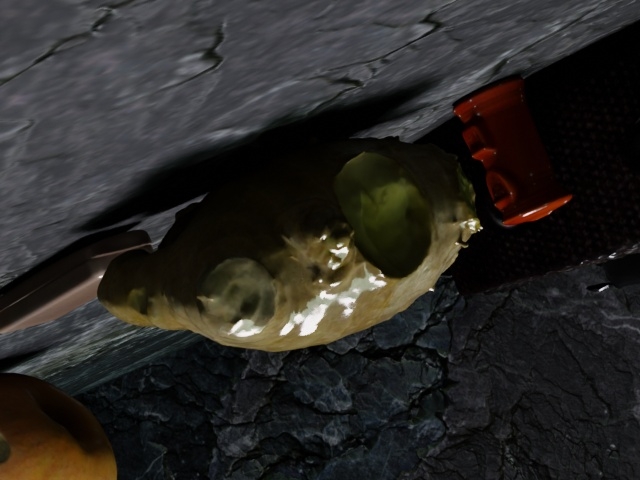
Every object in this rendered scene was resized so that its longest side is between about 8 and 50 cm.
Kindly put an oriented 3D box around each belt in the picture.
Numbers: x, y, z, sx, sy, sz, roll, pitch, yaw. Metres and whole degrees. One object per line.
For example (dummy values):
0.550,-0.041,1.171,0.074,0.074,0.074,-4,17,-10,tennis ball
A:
0.209,-0.040,0.761,0.289,0.164,0.184,-20,176,41,belt

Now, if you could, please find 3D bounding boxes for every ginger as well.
0.000,0.000,0.594,0.216,0.102,0.157,-21,-179,-36,ginger

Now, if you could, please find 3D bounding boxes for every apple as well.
-0.339,0.240,1.135,0.241,0.242,0.242,-36,176,1,apple

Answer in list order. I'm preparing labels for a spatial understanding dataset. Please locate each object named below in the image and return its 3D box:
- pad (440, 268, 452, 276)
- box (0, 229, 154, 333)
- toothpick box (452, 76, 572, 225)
0.064,0.047,1.034,0.375,0.063,0.315,-5,-174,30,pad
-0.144,0.024,0.650,0.048,0.025,0.115,-13,170,-47,box
0.116,-0.052,0.683,0.047,0.083,0.047,-22,175,-2,toothpick box
